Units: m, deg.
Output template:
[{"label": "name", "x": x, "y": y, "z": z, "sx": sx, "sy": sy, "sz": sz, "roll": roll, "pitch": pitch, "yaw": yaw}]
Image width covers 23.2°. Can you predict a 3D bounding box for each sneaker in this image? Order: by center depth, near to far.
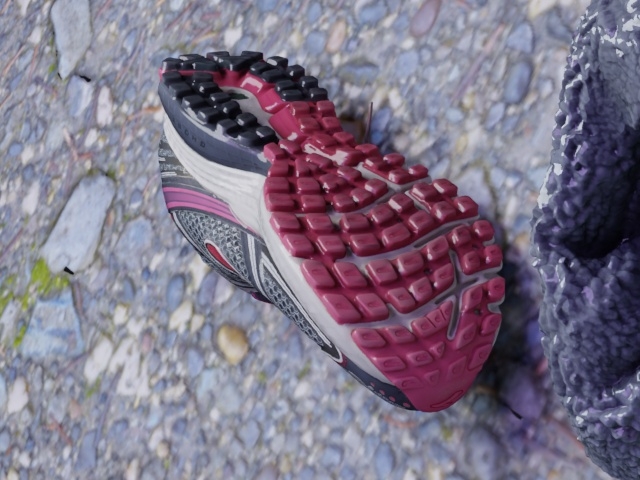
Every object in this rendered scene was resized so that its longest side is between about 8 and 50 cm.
[{"label": "sneaker", "x": 0.000, "y": 0.000, "z": 0.868, "sx": 0.299, "sy": 0.121, "sz": 0.112, "roll": 50, "pitch": 140, "yaw": 48}]

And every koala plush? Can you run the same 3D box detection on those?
[{"label": "koala plush", "x": 0.203, "y": 0.027, "z": 0.551, "sx": 0.221, "sy": 0.196, "sz": 0.203, "roll": 28, "pitch": 105, "yaw": 52}]
